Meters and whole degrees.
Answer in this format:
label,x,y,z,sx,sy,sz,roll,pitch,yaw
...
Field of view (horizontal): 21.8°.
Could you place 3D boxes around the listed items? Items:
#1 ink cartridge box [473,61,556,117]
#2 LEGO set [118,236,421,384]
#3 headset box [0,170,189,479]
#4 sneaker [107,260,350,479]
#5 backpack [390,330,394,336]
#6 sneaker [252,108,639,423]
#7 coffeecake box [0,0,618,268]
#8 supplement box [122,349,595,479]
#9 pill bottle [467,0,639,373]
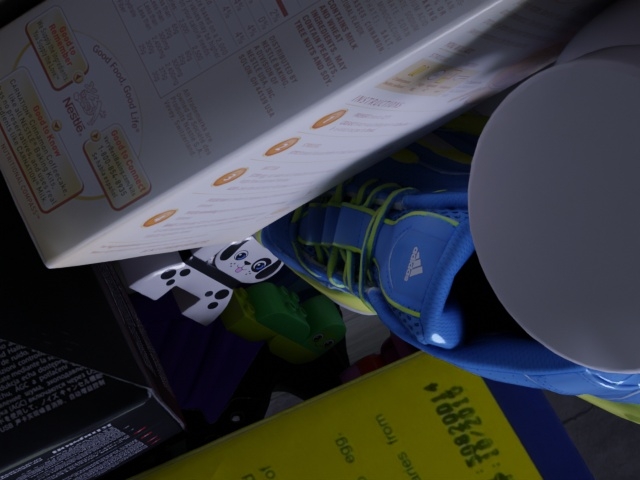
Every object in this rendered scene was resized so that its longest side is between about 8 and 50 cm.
label,x,y,z,sx,sy,sz,roll,pitch,yaw
ink cartridge box,0.215,-0.022,0.706,0.201,0.278,0.117,133,-23,-70
LEGO set,0.000,0.000,0.780,0.093,0.087,0.227,-38,145,15
headset box,-0.171,0.068,0.618,0.218,0.110,0.293,-25,172,-5
sneaker,-0.102,0.086,0.842,0.293,0.146,0.102,-23,172,-29
backpack,0.114,0.006,1.148,0.173,0.117,0.158,-24,172,-25
sneaker,0.038,-0.010,0.581,0.126,0.240,0.091,17,94,-60
coffeecake box,0.012,-0.067,0.479,0.185,0.068,0.142,-29,173,19
supplement box,-0.046,0.212,0.726,0.356,0.194,0.195,-21,160,-23
pill bottle,0.127,-0.027,0.476,0.108,0.108,0.193,-33,172,40
